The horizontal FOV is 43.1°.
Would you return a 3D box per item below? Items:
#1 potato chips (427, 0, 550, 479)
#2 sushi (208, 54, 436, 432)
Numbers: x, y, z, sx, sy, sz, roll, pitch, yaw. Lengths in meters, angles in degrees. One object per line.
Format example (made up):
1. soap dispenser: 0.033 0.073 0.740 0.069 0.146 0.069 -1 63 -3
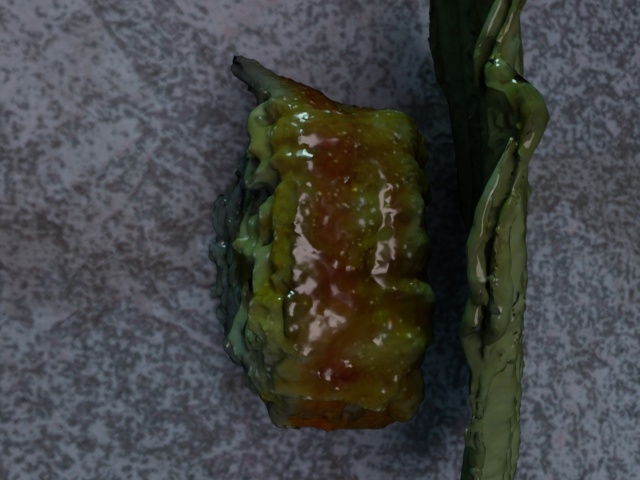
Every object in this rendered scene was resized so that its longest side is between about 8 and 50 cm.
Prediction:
1. potato chips: 0.109 -0.004 0.554 0.070 0.358 0.429 -2 120 10
2. sushi: 0.000 0.000 0.594 0.140 0.184 0.274 5 85 -19
